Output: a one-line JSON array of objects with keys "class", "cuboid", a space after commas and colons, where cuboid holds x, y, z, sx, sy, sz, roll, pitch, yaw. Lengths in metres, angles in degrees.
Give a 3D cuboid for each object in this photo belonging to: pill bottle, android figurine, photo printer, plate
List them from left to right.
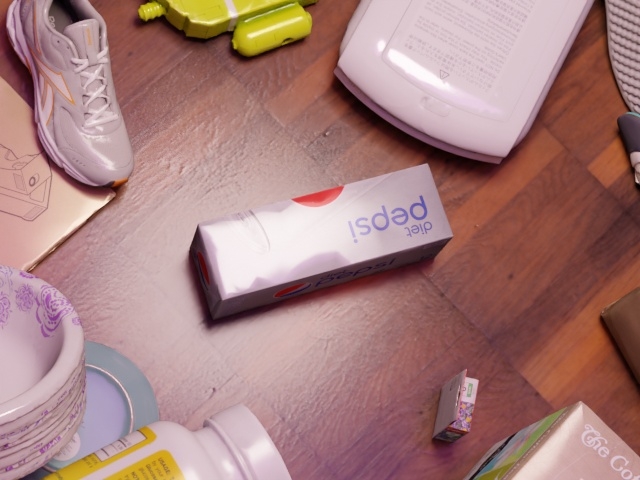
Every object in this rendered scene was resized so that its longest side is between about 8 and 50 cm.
[{"class": "plate", "cuboid": [-0.271, 0.199, 1.767, 0.188, 0.024, 0.188, 3, 73, -11]}, {"class": "pill bottle", "cuboid": [-0.198, 0.306, 1.662, 0.334, 0.188, 0.188, -26, 80, -16]}, {"class": "android figurine", "cuboid": [-0.107, -0.343, 1.942, 0.273, 0.056, 0.248, -23, 79, -17]}, {"class": "photo printer", "cuboid": [0.176, -0.258, 1.944, 0.256, 0.107, 0.307, 28, 71, -2]}]

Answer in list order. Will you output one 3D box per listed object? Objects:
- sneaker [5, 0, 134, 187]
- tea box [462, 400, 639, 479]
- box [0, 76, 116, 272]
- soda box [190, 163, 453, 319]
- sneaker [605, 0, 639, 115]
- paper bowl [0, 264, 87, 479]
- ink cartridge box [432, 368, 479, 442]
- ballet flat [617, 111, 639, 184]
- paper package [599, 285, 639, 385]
[{"class": "sneaker", "cuboid": [-0.276, -0.188, 1.819, 0.099, 0.121, 0.262, -19, 79, -36]}, {"class": "tea box", "cuboid": [0.272, 0.376, 1.661, 0.329, 0.323, 0.220, 44, 71, 5]}, {"class": "box", "cuboid": [-0.362, -0.071, 1.831, 0.201, 0.021, 0.164, 46, 71, 5]}, {"class": "soda box", "cuboid": [0.000, 0.000, 1.842, 0.286, 0.091, 0.098, -15, 77, -15]}, {"class": "sneaker", "cuboid": [0.442, -0.313, 2.001, 0.150, 0.135, 0.366, -8, 85, -31]}, {"class": "paper bowl", "cuboid": [-0.384, 0.156, 1.654, 0.284, 0.148, 0.284, 2, 35, -1]}, {"class": "ink cartridge box", "cuboid": [0.157, 0.187, 1.803, 0.029, 0.115, 0.063, 14, 72, -6]}, {"class": "ballet flat", "cuboid": [0.437, -0.075, 1.961, 0.203, 0.074, 0.074, 37, 71, -1]}, {"class": "paper package", "cuboid": [0.544, 0.143, 1.865, 0.309, 0.168, 0.325, -25, 81, -15]}]
